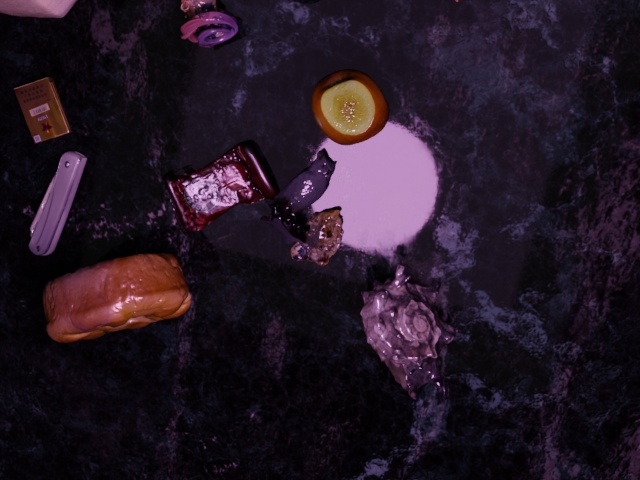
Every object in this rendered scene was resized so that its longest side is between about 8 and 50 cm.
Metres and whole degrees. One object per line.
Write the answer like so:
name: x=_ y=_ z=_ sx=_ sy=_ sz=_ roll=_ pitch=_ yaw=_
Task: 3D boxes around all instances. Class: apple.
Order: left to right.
apple: x=0.057 y=-0.281 z=1.483 sx=0.146 sy=0.163 sz=0.147 roll=-28 pitch=112 yaw=2

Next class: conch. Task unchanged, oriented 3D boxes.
conch: x=0.192 y=0.210 z=1.534 sx=0.186 sy=0.241 sz=0.313 roll=-5 pitch=114 yaw=20

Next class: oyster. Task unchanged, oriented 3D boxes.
oyster: x=-0.001 y=-0.008 z=1.601 sx=0.103 sy=0.051 sz=0.148 roll=22 pitch=102 yaw=0

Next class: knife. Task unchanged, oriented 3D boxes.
knife: x=-0.621 y=-0.087 z=1.655 sx=0.073 sy=0.040 sz=0.266 roll=29 pitch=103 yaw=11

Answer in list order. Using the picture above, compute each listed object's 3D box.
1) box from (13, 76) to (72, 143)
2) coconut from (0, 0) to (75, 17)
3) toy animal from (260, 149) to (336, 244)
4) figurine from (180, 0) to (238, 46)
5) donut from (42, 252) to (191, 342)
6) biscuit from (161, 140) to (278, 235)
box: x=-0.638 y=-0.299 z=1.624 sx=0.090 sy=0.023 sz=0.133 roll=-18 pitch=99 yaw=10
coconut: x=-0.599 y=-0.585 z=1.458 sx=0.237 sy=0.237 sz=0.266 roll=38 pitch=97 yaw=-2
toy animal: x=-0.045 y=-0.103 z=1.582 sx=0.121 sy=0.117 sz=0.210 roll=43 pitch=74 yaw=-39
figurine: x=-0.253 y=-0.486 z=1.516 sx=0.126 sy=0.114 sz=0.157 roll=-23 pitch=67 yaw=-21
donut: x=-0.449 y=0.127 z=1.560 sx=0.317 sy=0.299 sz=0.150 roll=-13 pitch=86 yaw=-16
biscuit: x=-0.231 y=-0.121 z=1.591 sx=0.235 sy=0.063 sz=0.151 roll=-25 pitch=101 yaw=-7
